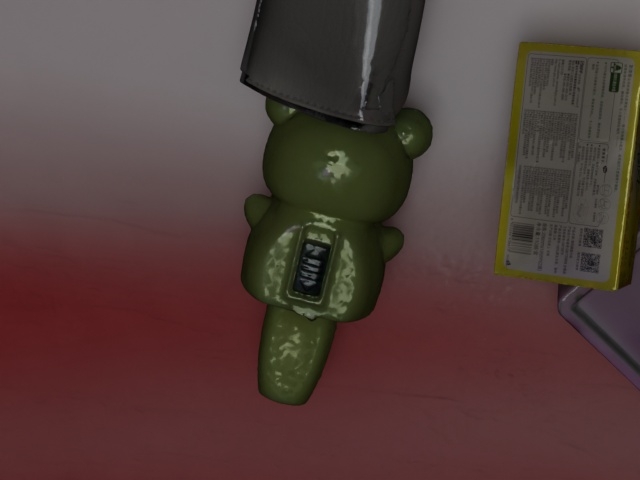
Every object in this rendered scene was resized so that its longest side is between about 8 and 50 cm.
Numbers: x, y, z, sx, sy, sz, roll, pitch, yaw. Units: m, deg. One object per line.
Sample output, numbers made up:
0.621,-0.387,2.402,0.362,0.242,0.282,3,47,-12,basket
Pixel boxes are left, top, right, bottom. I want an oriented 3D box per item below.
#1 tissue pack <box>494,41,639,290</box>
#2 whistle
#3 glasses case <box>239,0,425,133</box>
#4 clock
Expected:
0.191,-0.056,0.992,0.095,0.062,0.176,7,95,24,tissue pack
0.000,0.000,1.056,0.131,0.106,0.288,14,112,1,whistle
0.024,-0.238,0.958,0.128,0.083,0.308,13,100,22,glasses case
0.305,0.059,1.054,0.197,0.063,0.150,43,112,-9,clock
